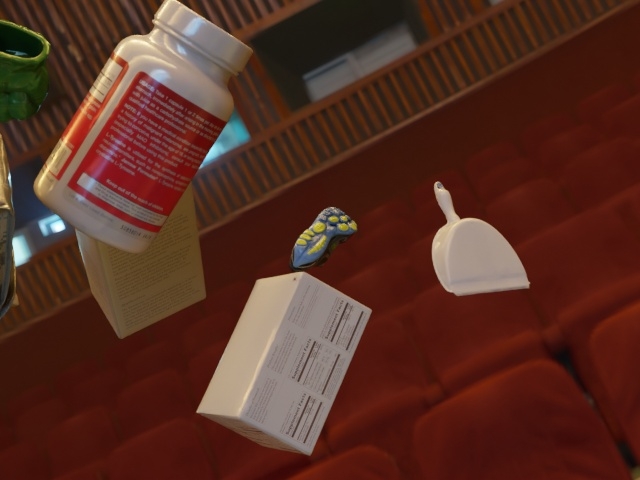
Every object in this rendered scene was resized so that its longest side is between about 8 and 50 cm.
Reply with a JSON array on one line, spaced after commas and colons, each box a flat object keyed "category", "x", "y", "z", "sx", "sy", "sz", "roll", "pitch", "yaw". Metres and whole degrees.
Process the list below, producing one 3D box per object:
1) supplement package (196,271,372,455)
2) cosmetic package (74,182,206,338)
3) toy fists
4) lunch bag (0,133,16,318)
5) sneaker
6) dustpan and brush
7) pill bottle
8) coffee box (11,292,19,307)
[{"category": "supplement package", "x": -0.064, "y": 0.205, "z": 1.867, "sx": 0.204, "sy": 0.145, "sz": 0.261, "roll": -13, "pitch": 49, "yaw": 64}, {"category": "cosmetic package", "x": -0.397, "y": -0.011, "z": 2.403, "sx": 0.230, "sy": 0.161, "sz": 0.453, "roll": -26, "pitch": -34, "yaw": -20}, {"category": "toy fists", "x": -0.510, "y": -0.236, "z": 1.508, "sx": 0.279, "sy": 0.096, "sz": 0.142, "roll": 13, "pitch": -42, "yaw": -21}, {"category": "lunch bag", "x": -0.565, "y": 0.009, "z": 1.743, "sx": 0.169, "sy": 0.235, "sz": 0.287, "roll": 1, "pitch": -57, "yaw": -20}, {"category": "sneaker", "x": 0.000, "y": 0.000, "z": 1.957, "sx": 0.188, "sy": 0.067, "sz": 0.078, "roll": -39, "pitch": -11, "yaw": -50}, {"category": "dustpan and brush", "x": 0.221, "y": -0.007, "z": 1.709, "sx": 0.147, "sy": 0.211, "sz": 0.060, "roll": -5, "pitch": -23, "yaw": -27}, {"category": "pill bottle", "x": -0.296, "y": -0.200, "z": 1.912, "sx": 0.407, "sy": 0.229, "sz": 0.229, "roll": -57, "pitch": -18, "yaw": 5}, {"category": "coffee box", "x": -0.737, "y": 0.006, "z": 2.262, "sx": 0.168, "sy": 0.297, "sz": 0.119, "roll": -15, "pitch": -10, "yaw": 17}]
